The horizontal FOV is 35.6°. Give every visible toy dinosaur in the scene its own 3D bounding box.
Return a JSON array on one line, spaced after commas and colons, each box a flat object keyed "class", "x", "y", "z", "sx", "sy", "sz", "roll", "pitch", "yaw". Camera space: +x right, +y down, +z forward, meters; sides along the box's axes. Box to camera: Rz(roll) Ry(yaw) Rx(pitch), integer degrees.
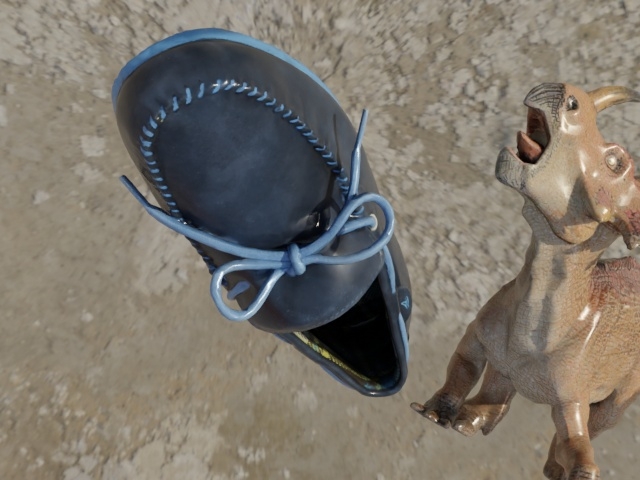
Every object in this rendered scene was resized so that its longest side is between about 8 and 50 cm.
[{"class": "toy dinosaur", "x": 0.158, "y": 0.044, "z": 0.588, "sx": 0.127, "sy": 0.295, "sz": 0.200, "roll": 29, "pitch": 86, "yaw": 20}]

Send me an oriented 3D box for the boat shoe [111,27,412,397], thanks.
[{"class": "boat shoe", "x": 0.000, "y": 0.000, "z": 0.472, "sx": 0.109, "sy": 0.258, "sz": 0.089, "roll": -29, "pitch": 55, "yaw": 14}]
